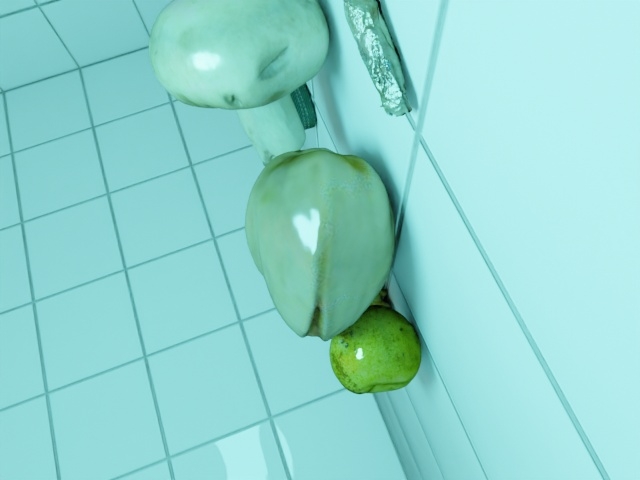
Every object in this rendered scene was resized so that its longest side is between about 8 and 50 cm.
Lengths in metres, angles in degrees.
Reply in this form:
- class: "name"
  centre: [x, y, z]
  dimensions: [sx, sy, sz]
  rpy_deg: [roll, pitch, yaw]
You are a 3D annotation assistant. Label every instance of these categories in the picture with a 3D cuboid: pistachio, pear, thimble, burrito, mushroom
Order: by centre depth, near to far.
- class: "burrito"
  centre: [0.074, -0.240, 0.669]
  dimensions: [0.051, 0.042, 0.171]
  rpy_deg: [-13, 103, 54]
- class: "mushroom"
  centre: [-0.125, -0.359, 1.003]
  dimensions: [0.353, 0.352, 0.325]
  rpy_deg: [91, -159, -75]
- class: "pistachio"
  centre: [0.000, 0.000, 1.015]
  dimensions: [0.446, 0.281, 0.366]
  rpy_deg: [97, 176, -58]
- class: "pear"
  centre: [0.117, 0.229, 1.129]
  dimensions: [0.197, 0.197, 0.198]
  rpy_deg: [160, 90, -84]
- class: "thimble"
  centre: [-0.071, -0.362, 1.420]
  dimensions: [0.118, 0.090, 0.135]
  rpy_deg: [152, 101, -82]

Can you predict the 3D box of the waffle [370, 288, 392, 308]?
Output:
- class: "waffle"
  centre: [0.124, 0.139, 1.419]
  dimensions: [0.329, 0.062, 0.330]
  rpy_deg: [160, 90, -85]
